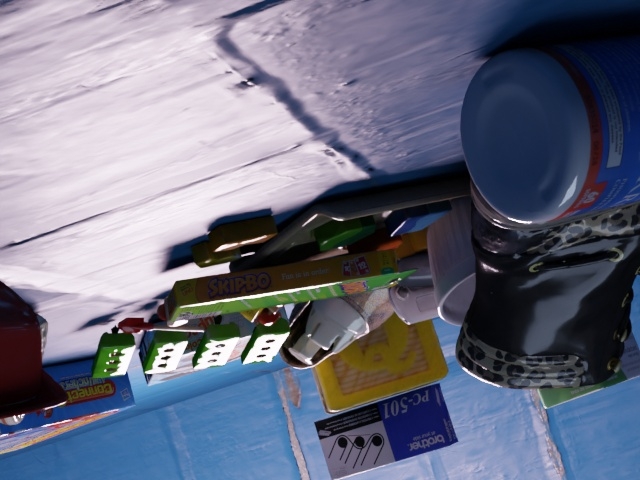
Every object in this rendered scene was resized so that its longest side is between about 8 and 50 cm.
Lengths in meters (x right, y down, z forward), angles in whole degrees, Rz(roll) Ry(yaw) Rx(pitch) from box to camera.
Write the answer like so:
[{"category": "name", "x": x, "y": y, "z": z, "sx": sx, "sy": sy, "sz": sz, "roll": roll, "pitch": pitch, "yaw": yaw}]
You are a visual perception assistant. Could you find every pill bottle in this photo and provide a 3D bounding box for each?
[{"category": "pill bottle", "x": 0.222, "y": -0.089, "z": 0.939, "sx": 0.221, "sy": 0.124, "sz": 0.124, "roll": -12, "pitch": 170, "yaw": -32}]

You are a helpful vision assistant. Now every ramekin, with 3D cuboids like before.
[{"category": "ramekin", "x": 0.218, "y": 0.007, "z": 1.454, "sx": 0.207, "sy": 0.109, "sz": 0.207, "roll": -11, "pitch": 154, "yaw": -6}]

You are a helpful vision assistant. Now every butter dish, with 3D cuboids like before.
[{"category": "butter dish", "x": -0.280, "y": 0.059, "z": 0.952, "sx": 0.159, "sy": 0.118, "sz": 0.160, "roll": 31, "pitch": -156, "yaw": 35}]

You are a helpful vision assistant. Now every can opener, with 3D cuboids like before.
[{"category": "can opener", "x": 0.207, "y": 0.042, "z": 1.617, "sx": 0.280, "sy": 0.074, "sz": 0.093, "roll": -11, "pitch": 167, "yaw": -31}]

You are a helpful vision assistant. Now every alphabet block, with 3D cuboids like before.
[{"category": "alphabet block", "x": 0.074, "y": 0.156, "z": 1.998, "sx": 0.193, "sy": 0.193, "sz": 0.197, "roll": -19, "pitch": 171, "yaw": -4}]

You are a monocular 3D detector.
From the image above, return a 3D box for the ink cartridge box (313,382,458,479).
[{"category": "ink cartridge box", "x": 0.100, "y": 0.296, "z": 1.982, "sx": 0.207, "sy": 0.097, "sz": 0.046, "roll": -21, "pitch": 171, "yaw": 22}]

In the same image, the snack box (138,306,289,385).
[{"category": "snack box", "x": -0.164, "y": 0.146, "z": 1.888, "sx": 0.187, "sy": 0.060, "sz": 0.322, "roll": -16, "pitch": 171, "yaw": -13}]

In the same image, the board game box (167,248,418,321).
[{"category": "board game box", "x": -0.032, "y": 0.048, "z": 1.388, "sx": 0.259, "sy": 0.039, "sz": 0.124, "roll": -6, "pitch": 170, "yaw": -12}]

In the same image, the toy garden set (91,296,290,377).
[{"category": "toy garden set", "x": -0.160, "y": 0.106, "z": 1.630, "sx": 0.244, "sy": 0.049, "sz": 0.204, "roll": -3, "pitch": 154, "yaw": -19}]

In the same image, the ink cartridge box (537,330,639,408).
[{"category": "ink cartridge box", "x": 0.408, "y": 0.118, "z": 2.124, "sx": 0.117, "sy": 0.278, "sz": 0.201, "roll": -27, "pitch": 168, "yaw": 33}]

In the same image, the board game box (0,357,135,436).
[{"category": "board game box", "x": -0.493, "y": 0.269, "z": 1.929, "sx": 0.308, "sy": 0.086, "sz": 0.302, "roll": -23, "pitch": 169, "yaw": 36}]

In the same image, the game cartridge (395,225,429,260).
[{"category": "game cartridge", "x": 0.242, "y": -0.022, "z": 1.687, "sx": 0.285, "sy": 0.053, "sz": 0.323, "roll": -18, "pitch": 169, "yaw": 7}]

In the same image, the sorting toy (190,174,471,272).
[{"category": "sorting toy", "x": 0.000, "y": 0.000, "z": 1.341, "sx": 0.307, "sy": 0.041, "sz": 0.229, "roll": -12, "pitch": 170, "yaw": -33}]

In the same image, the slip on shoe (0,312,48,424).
[{"category": "slip on shoe", "x": -0.345, "y": 0.123, "z": 1.283, "sx": 0.101, "sy": 0.123, "sz": 0.331, "roll": 15, "pitch": 178, "yaw": 3}]

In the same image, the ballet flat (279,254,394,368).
[{"category": "ballet flat", "x": 0.017, "y": 0.112, "z": 1.744, "sx": 0.106, "sy": 0.107, "sz": 0.316, "roll": -53, "pitch": 180, "yaw": -26}]

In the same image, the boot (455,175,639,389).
[{"category": "boot", "x": 0.309, "y": 0.006, "z": 1.268, "sx": 0.377, "sy": 0.138, "sz": 0.284, "roll": -11, "pitch": 138, "yaw": -16}]
